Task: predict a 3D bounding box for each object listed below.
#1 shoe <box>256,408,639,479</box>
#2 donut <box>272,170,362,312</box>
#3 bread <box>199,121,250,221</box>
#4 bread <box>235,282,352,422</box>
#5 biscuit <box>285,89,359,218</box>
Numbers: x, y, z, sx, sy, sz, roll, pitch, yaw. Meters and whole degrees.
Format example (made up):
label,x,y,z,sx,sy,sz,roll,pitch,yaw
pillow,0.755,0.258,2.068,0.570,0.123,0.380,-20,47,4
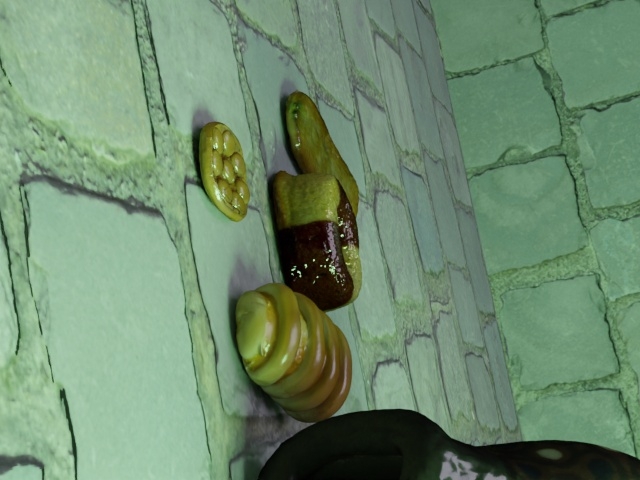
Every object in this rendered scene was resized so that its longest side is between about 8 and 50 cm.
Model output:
label,x,y,z,sx,sy,sz,roll,pitch,yaw
shoe,0.133,0.252,1.115,0.237,0.384,0.171,54,35,-54
donut,0.000,0.000,1.438,0.166,0.073,0.184,48,33,-64
bread,-0.100,-0.071,1.234,0.110,0.024,0.110,-13,90,-73
bread,-0.026,0.116,1.236,0.177,0.084,0.119,48,32,-52
biscuit,0.003,-0.099,1.606,0.247,0.029,0.118,60,29,-45
